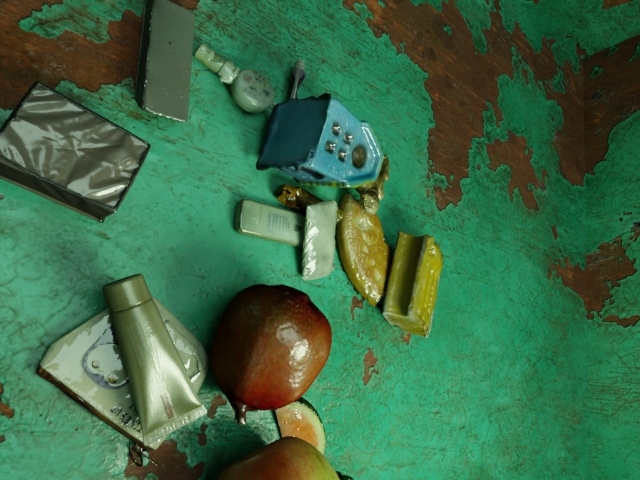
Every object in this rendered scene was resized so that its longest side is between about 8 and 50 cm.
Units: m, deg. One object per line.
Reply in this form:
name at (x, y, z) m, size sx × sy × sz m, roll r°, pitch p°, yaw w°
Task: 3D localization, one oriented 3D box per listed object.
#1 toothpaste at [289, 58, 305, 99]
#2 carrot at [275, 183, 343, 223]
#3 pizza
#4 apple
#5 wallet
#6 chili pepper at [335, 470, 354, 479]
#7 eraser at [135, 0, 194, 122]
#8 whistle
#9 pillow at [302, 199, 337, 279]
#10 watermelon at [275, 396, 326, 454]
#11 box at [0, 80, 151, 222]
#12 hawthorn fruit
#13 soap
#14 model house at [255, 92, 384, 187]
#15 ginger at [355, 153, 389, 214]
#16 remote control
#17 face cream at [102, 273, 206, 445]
toothpaste at (-0.082, -0.398, 1.376) m, size 0.075 × 0.048 × 0.301 m, roll 24°, pitch 73°, yaw -62°
carrot at (-0.029, -0.105, 1.352) m, size 0.229 × 0.069 × 0.069 m, roll 22°, pitch 69°, yaw -35°
pizza at (0.140, 0.025, 1.455) m, size 0.182 × 0.074 × 0.365 m, roll -20°, pitch 92°, yaw -36°
apple at (-0.103, 0.603, 1.027) m, size 0.319 × 0.319 × 0.277 m, roll 0°, pitch 53°, yaw -38°
wallet at (-0.397, 0.285, 0.997) m, size 0.335 × 0.068 × 0.275 m, roll 50°, pitch 59°, yaw -18°
chili pepper at (0.053, 0.758, 1.207) m, size 0.165 × 0.174 × 0.261 m, roll -19°, pitch 93°, yaw -63°
eraser at (-0.384, -0.457, 1.135) m, size 0.111 × 0.077 × 0.352 m, roll 10°, pitch 76°, yaw -39°
whistle at (-0.229, -0.439, 1.260) m, size 0.258 × 0.067 × 0.126 m, roll 33°, pitch 53°, yaw -24°
pillow at (0.000, 0.000, 1.329) m, size 0.128 × 0.051 × 0.229 m, roll -10°, pitch 108°, yaw -46°
watermelon at (-0.050, 0.511, 1.238) m, size 0.119 × 0.063 × 0.245 m, roll -26°, pitch 104°, yaw -19°
box at (-0.512, -0.172, 0.936) m, size 0.252 × 0.153 × 0.188 m, roll 32°, pitch 64°, yaw -31°
hawthorn fruit at (-0.122, 0.249, 1.094) m, size 0.295 × 0.295 × 0.311 m, roll 20°, pitch 104°, yaw -34°
soap at (0.313, 0.149, 1.504) m, size 0.259 × 0.143 × 0.281 m, roll 48°, pitch 51°, yaw -52°
model house at (0.013, -0.250, 1.287) m, size 0.303 × 0.237 × 0.215 m, roll 18°, pitch 86°, yaw -43°
ginger at (0.166, -0.192, 1.480) m, size 0.148 × 0.081 × 0.333 m, roll 45°, pitch 34°, yaw -1°
remote control at (-0.130, -0.046, 1.282) m, size 0.233 × 0.038 × 0.098 m, roll 13°, pitch 75°, yaw -37°
face cream at (-0.355, 0.241, 0.957) m, size 0.137 × 0.084 × 0.341 m, roll -21°, pitch 98°, yaw -32°
